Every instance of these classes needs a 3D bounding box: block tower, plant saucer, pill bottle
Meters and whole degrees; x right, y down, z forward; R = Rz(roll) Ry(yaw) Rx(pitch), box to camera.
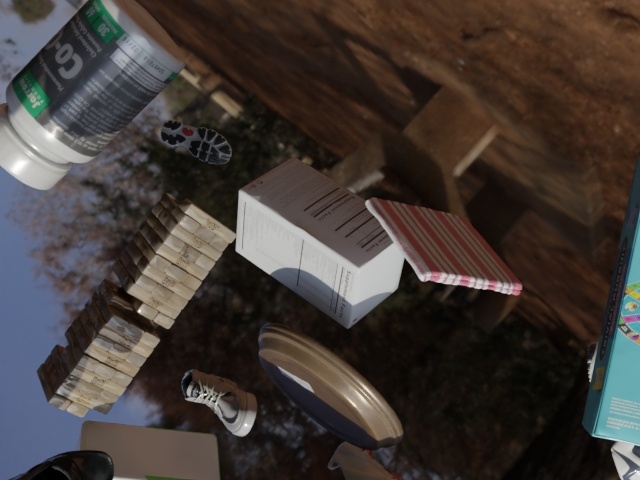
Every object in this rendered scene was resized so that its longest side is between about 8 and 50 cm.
[{"bbox_3d":[-0.263,0.089,1.264,0.091,0.335,0.097,35,-177,-36],"label":"block tower"},{"bbox_3d":[0.006,0.234,1.378,0.278,0.041,0.278,35,157,17],"label":"plant saucer"},{"bbox_3d":[-0.440,-0.273,1.638,0.204,0.361,0.204,45,-169,-11],"label":"pill bottle"}]

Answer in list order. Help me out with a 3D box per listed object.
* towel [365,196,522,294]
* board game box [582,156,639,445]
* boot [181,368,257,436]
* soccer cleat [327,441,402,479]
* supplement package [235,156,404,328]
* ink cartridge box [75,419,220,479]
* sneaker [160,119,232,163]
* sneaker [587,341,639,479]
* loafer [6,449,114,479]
[{"bbox_3d":[0.157,0.012,1.134,0.197,0.029,0.144,10,-146,-40],"label":"towel"},{"bbox_3d":[0.471,0.087,1.040,0.254,0.336,0.079,12,180,7],"label":"board game box"},{"bbox_3d":[-0.224,0.338,1.879,0.123,0.095,0.258,21,175,-20],"label":"boot"},{"bbox_3d":[0.094,0.423,1.539,0.196,0.076,0.068,36,168,40],"label":"soccer cleat"},{"bbox_3d":[0.000,0.000,1.409,0.244,0.134,0.139,34,138,25],"label":"supplement package"},{"bbox_3d":[-0.276,0.411,1.309,0.198,0.272,0.114,10,-151,-17],"label":"ink cartridge box"},{"bbox_3d":[-0.254,-0.212,1.881,0.170,0.068,0.071,26,-169,20],"label":"sneaker"},{"bbox_3d":[0.534,0.267,1.454,0.094,0.153,0.235,24,-130,-68],"label":"sneaker"},{"bbox_3d":[-0.302,0.286,1.007,0.223,0.078,0.076,-5,-100,-65],"label":"loafer"}]
